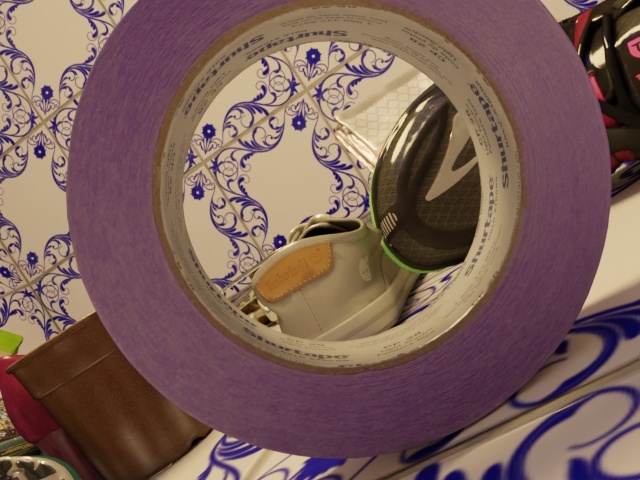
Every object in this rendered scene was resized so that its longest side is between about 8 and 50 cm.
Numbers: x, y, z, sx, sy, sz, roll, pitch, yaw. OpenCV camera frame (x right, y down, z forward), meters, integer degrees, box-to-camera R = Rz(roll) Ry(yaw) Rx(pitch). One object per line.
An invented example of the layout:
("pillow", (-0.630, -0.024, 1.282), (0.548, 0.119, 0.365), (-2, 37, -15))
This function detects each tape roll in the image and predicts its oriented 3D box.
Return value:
("tape roll", (0.009, -0.028, 0.449), (0.275, 0.274, 0.090), (-33, 2, 0))

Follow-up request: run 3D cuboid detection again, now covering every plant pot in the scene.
("plant pot", (-0.202, 0.153, 0.837), (0.167, 0.165, 0.167), (-33, 3, 2))

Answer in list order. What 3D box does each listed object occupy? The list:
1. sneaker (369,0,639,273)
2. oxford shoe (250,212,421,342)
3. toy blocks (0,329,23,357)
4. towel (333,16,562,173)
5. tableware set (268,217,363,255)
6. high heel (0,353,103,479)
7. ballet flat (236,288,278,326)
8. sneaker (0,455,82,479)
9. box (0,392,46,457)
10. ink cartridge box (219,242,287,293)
("sneaker", (0.249, -0.139, 0.737), (0.483, 0.185, 0.202), (-33, -2, 4))
("oxford shoe", (0.022, 0.029, 0.939), (0.169, 0.130, 0.449), (-34, 1, 10))
("toy blocks", (-0.524, 0.313, 1.063), (0.381, 0.191, 0.260), (-88, 18, -67))
("towel", (0.217, -0.156, 0.976), (0.332, 0.053, 0.317), (-34, 43, -9))
("tableware set", (0.000, 0.000, 1.358), (0.141, 0.020, 0.169), (-30, -11, 16))
("high heel", (-0.240, 0.156, 1.039), (0.127, 0.181, 0.377), (-32, 3, 19))
("ballet flat", (-0.114, 0.132, 1.393), (0.221, 0.077, 0.079), (-38, 21, -6))
("sneaker", (-0.330, 0.278, 0.814), (0.275, 0.107, 0.110), (-31, -6, 26))
("box", (-0.437, 0.232, 0.907), (0.233, 0.159, 0.044), (-11, -56, -52))
("ink cartridge box", (-0.112, 0.094, 1.703), (0.255, 0.097, 0.189), (-35, 3, -19))
